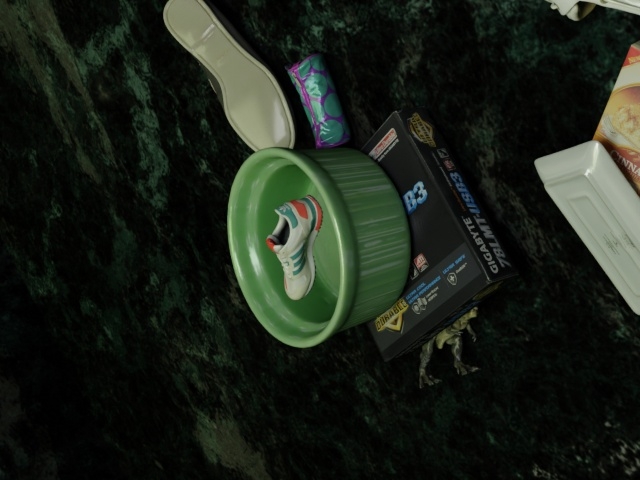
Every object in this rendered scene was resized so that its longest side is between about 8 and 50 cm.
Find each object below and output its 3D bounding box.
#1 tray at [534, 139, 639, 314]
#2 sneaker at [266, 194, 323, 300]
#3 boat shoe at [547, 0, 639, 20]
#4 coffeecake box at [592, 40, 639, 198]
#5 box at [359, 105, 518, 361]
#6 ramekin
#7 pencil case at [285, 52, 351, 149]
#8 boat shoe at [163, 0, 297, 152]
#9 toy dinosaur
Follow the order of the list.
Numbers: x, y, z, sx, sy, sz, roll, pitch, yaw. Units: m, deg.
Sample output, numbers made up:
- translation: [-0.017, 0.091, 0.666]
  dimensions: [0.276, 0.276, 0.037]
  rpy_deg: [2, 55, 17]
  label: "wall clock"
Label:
- translation: [0.377, 0.000, 1.334]
  dimensions: [0.270, 0.030, 0.145]
  rpy_deg: [53, 159, -7]
  label: "tray"
- translation: [-0.046, 0.014, 1.472]
  dimensions: [0.057, 0.075, 0.161]
  rpy_deg: [38, 129, 42]
  label: "sneaker"
- translation: [0.304, -0.309, 1.255]
  dimensions: [0.277, 0.098, 0.096]
  rpy_deg: [22, 126, 38]
  label: "boat shoe"
- translation: [0.414, -0.130, 1.260]
  dimensions: [0.142, 0.068, 0.185]
  rpy_deg: [39, 136, 29]
  label: "coffeecake box"
- translation: [0.130, -0.004, 1.613]
  dimensions: [0.295, 0.073, 0.293]
  rpy_deg: [-45, 66, 49]
  label: "box"
- translation: [0.000, 0.000, 1.601]
  dimensions: [0.303, 0.148, 0.303]
  rpy_deg: [22, 118, 50]
  label: "ramekin"
- translation: [-0.002, -0.217, 1.675]
  dimensions: [0.064, 0.070, 0.152]
  rpy_deg: [-10, 104, 50]
  label: "pencil case"
- translation: [-0.138, -0.283, 1.790]
  dimensions: [0.112, 0.095, 0.335]
  rpy_deg: [-37, 85, 15]
  label: "boat shoe"
- translation: [0.189, 0.167, 1.691]
  dimensions: [0.268, 0.064, 0.118]
  rpy_deg: [-31, 71, 51]
  label: "toy dinosaur"
